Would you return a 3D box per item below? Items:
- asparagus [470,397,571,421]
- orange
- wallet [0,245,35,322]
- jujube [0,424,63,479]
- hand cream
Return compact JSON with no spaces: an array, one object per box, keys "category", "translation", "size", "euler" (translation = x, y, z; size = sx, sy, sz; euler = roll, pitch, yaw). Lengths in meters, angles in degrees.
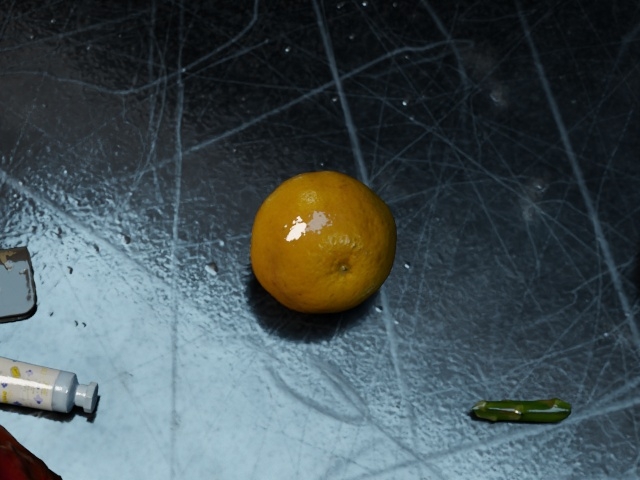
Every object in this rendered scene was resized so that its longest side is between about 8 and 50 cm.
[{"category":"asparagus","translation":[0.213,0.180,1.690],"size":[0.108,0.021,0.025],"euler":[1,66,-5]},{"category":"orange","translation":[0.000,0.000,1.672],"size":[0.159,0.159,0.136],"euler":[-19,33,-12]},{"category":"wallet","translation":[-0.382,0.054,1.677],"size":[0.157,0.018,0.082],"euler":[-7,72,-9]},{"category":"jujube","translation":[-0.353,0.293,1.471],"size":[0.377,0.276,0.276],"euler":[40,72,10]},{"category":"hand cream","translation":[-0.316,0.147,1.637],"size":[0.171,0.043,0.065],"euler":[11,73,0]}]
